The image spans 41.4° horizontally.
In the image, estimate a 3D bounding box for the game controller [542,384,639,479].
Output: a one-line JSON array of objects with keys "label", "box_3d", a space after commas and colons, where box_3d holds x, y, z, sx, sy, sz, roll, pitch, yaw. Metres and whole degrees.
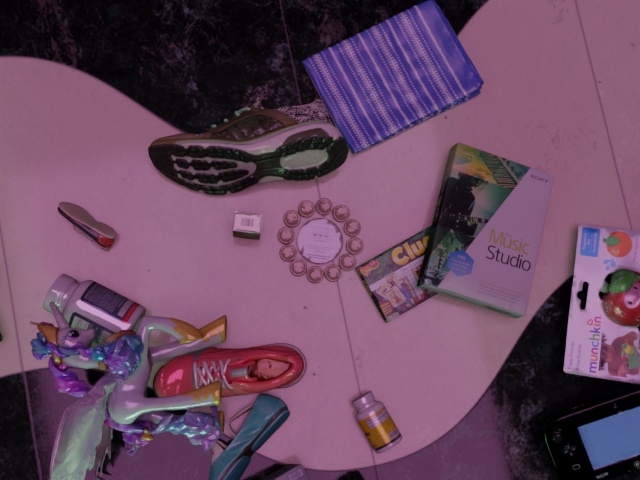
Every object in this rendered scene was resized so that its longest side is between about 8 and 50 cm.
[{"label": "game controller", "box_3d": [0.625, 0.394, 1.740, 0.319, 0.067, 0.167, -21, 89, 9]}]

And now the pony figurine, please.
[{"label": "pony figurine", "box_3d": [-0.362, 0.292, 1.574, 0.363, 0.303, 0.351, 1, 85, -2]}]

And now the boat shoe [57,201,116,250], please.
[{"label": "boat shoe", "box_3d": [-0.485, -0.030, 1.747, 0.137, 0.049, 0.043, 32, 120, 0]}]

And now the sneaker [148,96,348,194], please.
[{"label": "sneaker", "box_3d": [-0.153, -0.215, 1.780, 0.410, 0.158, 0.182, -5, 52, -4]}]

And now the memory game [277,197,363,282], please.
[{"label": "memory game", "box_3d": [0.000, 0.000, 1.802, 0.186, 0.012, 0.186, 1, 83, -6]}]

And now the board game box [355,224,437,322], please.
[{"label": "board game box", "box_3d": [0.218, 0.054, 1.803, 0.259, 0.030, 0.136, -29, 84, -10]}]

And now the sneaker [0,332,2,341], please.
[{"label": "sneaker", "box_3d": [-0.679, 0.159, 1.690, 0.106, 0.078, 0.234, 17, 85, -6]}]

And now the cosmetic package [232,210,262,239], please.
[{"label": "cosmetic package", "box_3d": [-0.150, -0.030, 1.740, 0.060, 0.115, 0.041, 6, 83, -3]}]

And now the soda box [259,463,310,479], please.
[{"label": "soda box", "box_3d": [-0.148, 0.541, 1.640, 0.286, 0.098, 0.091, -26, 85, -23]}]

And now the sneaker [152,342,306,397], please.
[{"label": "sneaker", "box_3d": [-0.181, 0.256, 1.689, 0.313, 0.136, 0.116, -9, 82, -6]}]

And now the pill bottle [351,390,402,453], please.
[{"label": "pill bottle", "box_3d": [0.113, 0.370, 1.736, 0.065, 0.065, 0.116, -29, 85, -8]}]

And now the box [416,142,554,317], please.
[{"label": "box", "box_3d": [0.352, -0.022, 1.789, 0.232, 0.058, 0.322, 17, 75, -9]}]

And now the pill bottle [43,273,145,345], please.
[{"label": "pill bottle", "box_3d": [-0.453, 0.141, 1.694, 0.180, 0.108, 0.108, 28, 81, -1]}]

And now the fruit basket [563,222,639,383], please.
[{"label": "fruit basket", "box_3d": [0.705, 0.141, 1.773, 0.352, 0.165, 0.327, 9, 82, -1]}]

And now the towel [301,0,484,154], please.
[{"label": "towel", "box_3d": [0.162, -0.362, 1.851, 0.336, 0.040, 0.243, -27, 85, -8]}]

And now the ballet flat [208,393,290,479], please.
[{"label": "ballet flat", "box_3d": [-0.166, 0.411, 1.708, 0.087, 0.083, 0.247, 35, 80, 25]}]
